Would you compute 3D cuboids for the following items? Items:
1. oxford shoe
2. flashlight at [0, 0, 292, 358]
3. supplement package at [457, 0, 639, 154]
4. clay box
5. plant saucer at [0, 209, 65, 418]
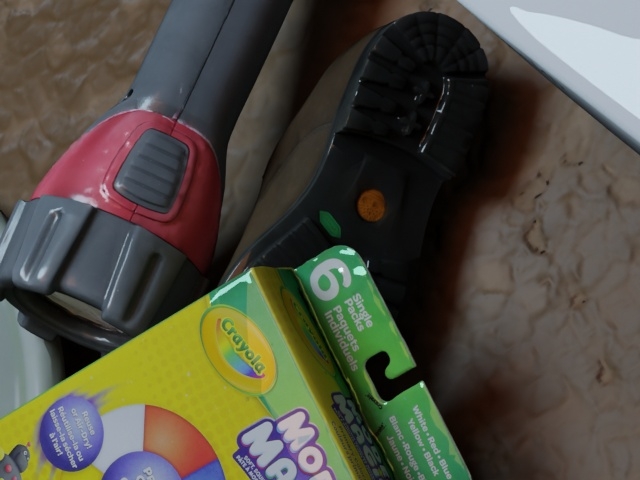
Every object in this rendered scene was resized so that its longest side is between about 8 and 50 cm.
[{"bbox_3d":[0.000,0.000,0.892,0.227,0.083,0.096,-59,19,-8],"label":"oxford shoe"},{"bbox_3d":[-0.058,-0.088,0.925,0.103,0.103,0.304,9,65,32],"label":"flashlight"},{"bbox_3d":[0.217,-0.094,0.747,0.204,0.145,0.262,-51,55,7],"label":"supplement package"},{"bbox_3d":[-0.057,0.104,0.813,0.222,0.053,0.127,-32,77,20],"label":"clay box"},{"bbox_3d":[-0.304,0.136,0.985,0.400,0.100,0.400,-17,62,35],"label":"plant saucer"}]
